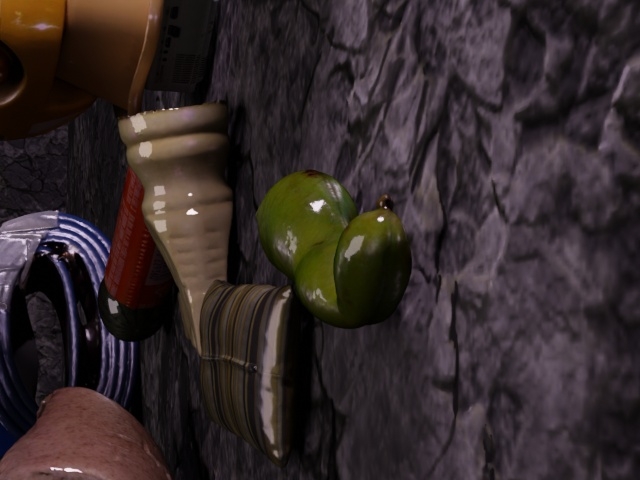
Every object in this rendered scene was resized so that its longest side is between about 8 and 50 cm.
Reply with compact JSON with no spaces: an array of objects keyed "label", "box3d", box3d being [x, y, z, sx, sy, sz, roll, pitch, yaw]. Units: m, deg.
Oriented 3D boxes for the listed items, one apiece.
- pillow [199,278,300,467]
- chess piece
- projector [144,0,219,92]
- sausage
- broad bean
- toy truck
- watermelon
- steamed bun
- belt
[{"label":"pillow","box3d":[-0.052,0.083,0.751,0.203,0.038,0.113,173,99,-72]},{"label":"chess piece","box3d":[-0.104,-0.007,0.887,0.090,0.090,0.200,-179,79,-73]},{"label":"projector","box3d":[-0.136,-0.224,1.027,0.147,0.061,0.115,-105,25,-44]},{"label":"sausage","box3d":[-0.156,-0.030,1.049,0.274,0.074,0.074,116,151,-54]},{"label":"broad bean","box3d":[0.000,0.000,0.574,0.213,0.048,0.070,-158,70,-71]},{"label":"toy truck","box3d":[-0.259,-0.203,0.975,0.288,0.211,0.204,141,129,-64]},{"label":"watermelon","box3d":[-0.205,0.065,1.199,0.111,0.078,0.078,-123,39,-63]},{"label":"steamed bun","box3d":[-0.205,0.305,0.992,0.251,0.199,0.301,-86,9,-82]},{"label":"belt","box3d":[-0.347,0.136,1.427,0.117,0.212,0.347,115,147,-56]}]
